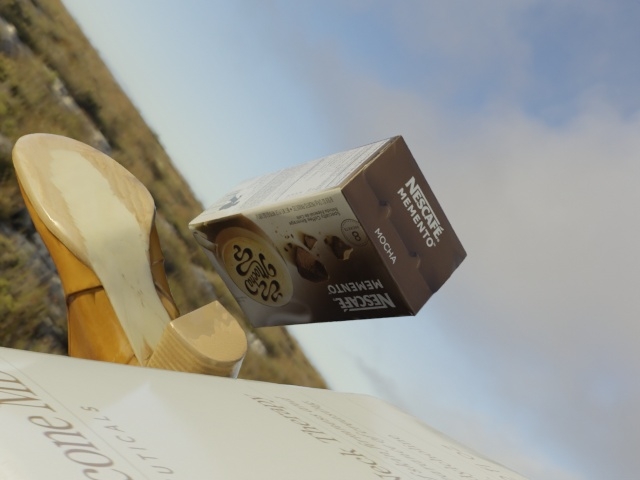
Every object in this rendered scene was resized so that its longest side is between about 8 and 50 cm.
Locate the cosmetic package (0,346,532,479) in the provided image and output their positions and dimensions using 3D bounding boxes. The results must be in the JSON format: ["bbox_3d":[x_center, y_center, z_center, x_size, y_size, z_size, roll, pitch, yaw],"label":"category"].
[{"bbox_3d":[-0.041,0.267,0.442,0.393,0.328,0.329,16,0,-41],"label":"cosmetic package"}]

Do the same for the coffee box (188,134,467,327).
[{"bbox_3d":[0.000,0.000,1.012,0.297,0.119,0.168,-9,-63,49],"label":"coffee box"}]

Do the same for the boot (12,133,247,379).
[{"bbox_3d":[-0.186,0.073,0.701,0.295,0.104,0.211,47,-53,24],"label":"boot"}]
